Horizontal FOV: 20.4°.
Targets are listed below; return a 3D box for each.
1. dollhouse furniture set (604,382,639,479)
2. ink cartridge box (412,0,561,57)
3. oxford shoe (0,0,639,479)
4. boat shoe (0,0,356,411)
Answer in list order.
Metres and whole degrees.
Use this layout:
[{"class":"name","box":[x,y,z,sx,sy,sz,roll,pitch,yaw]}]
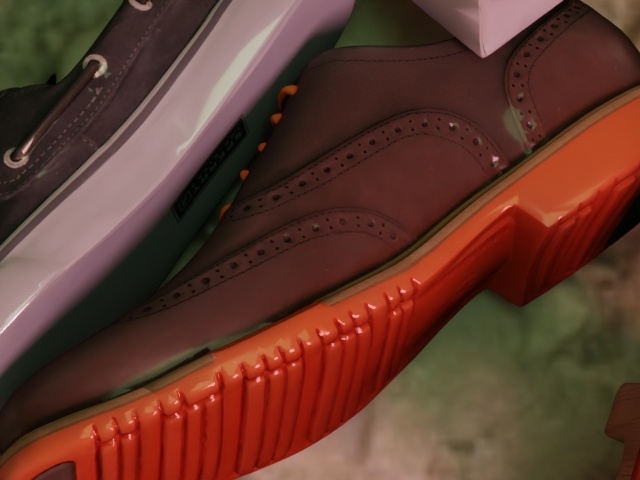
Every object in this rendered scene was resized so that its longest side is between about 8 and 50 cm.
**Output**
[{"class":"dollhouse furniture set","box":[0.210,0.103,0.522,0.259,0.135,0.262,21,75,-8]},{"class":"ink cartridge box","box":[0.041,-0.178,0.591,0.128,0.127,0.176,-38,63,-18]},{"class":"oxford shoe","box":[0.000,0.000,0.596,0.271,0.097,0.098,-29,70,-23]},{"class":"boat shoe","box":[-0.080,-0.028,0.591,0.076,0.080,0.228,33,75,17]}]
